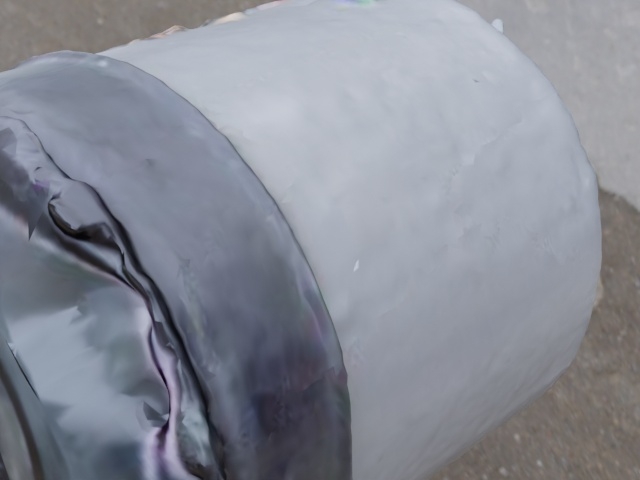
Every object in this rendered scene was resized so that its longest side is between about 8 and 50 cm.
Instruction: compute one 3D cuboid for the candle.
[{"bbox_3d":[0.000,0.000,0.477,0.187,0.187,0.330,24,33,33],"label":"candle"}]
